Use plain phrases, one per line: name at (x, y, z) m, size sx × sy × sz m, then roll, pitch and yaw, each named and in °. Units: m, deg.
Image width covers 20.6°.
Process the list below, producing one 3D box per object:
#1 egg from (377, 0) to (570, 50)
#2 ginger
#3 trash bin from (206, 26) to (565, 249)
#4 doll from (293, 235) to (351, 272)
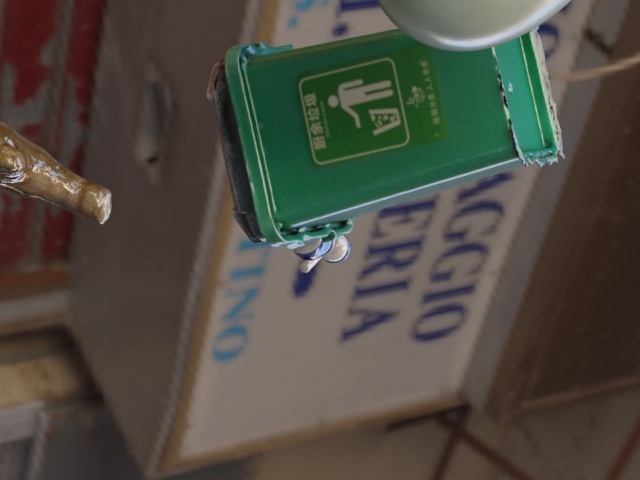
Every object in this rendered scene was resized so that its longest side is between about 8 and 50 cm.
egg at (0.189, -0.347, 1.704) m, size 0.230 × 0.371 × 0.230 m, roll 34°, pitch -11°, yaw 8°
ginger at (-0.370, -0.106, 1.791) m, size 0.166 × 0.333 × 0.080 m, roll 27°, pitch -85°, yaw 46°
trash bin at (0.089, -0.145, 2.172) m, size 0.381 × 0.295 × 0.259 m, roll -11°, pitch -91°, yaw 24°
doll at (0.000, 0.000, 2.393) m, size 0.057 × 0.143 × 0.099 m, roll 11°, pitch -97°, yaw 34°
